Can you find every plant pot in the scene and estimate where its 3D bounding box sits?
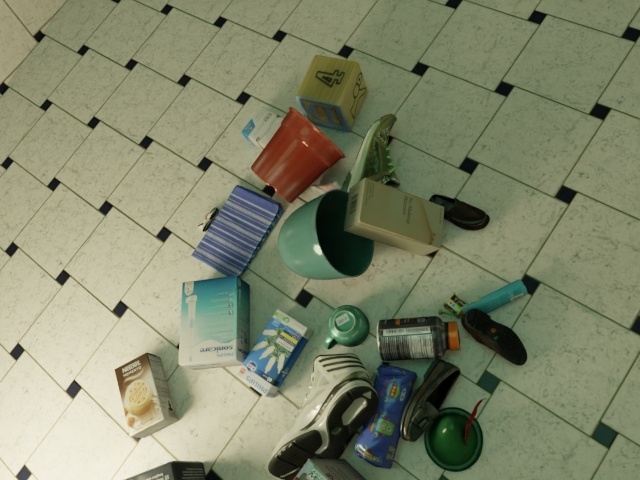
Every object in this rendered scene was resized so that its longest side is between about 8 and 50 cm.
[{"bbox_3d":[-0.098,-0.298,2.026,0.265,0.272,0.272,-48,63,3],"label":"plant pot"},{"bbox_3d":[0.000,0.000,1.857,0.235,0.293,0.293,-17,61,41],"label":"plant pot"}]

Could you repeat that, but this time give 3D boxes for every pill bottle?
[{"bbox_3d":[0.306,0.303,1.719,0.245,0.130,0.131,-6,67,14],"label":"pill bottle"}]

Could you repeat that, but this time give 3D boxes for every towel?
[{"bbox_3d":[-0.316,-0.037,2.098,0.243,0.040,0.336,26,78,25],"label":"towel"}]

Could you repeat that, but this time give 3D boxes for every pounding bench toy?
[{"bbox_3d":[0.423,0.220,1.759,0.083,0.052,0.065,-46,64,-4],"label":"pounding bench toy"}]

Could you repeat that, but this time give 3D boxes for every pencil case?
[{"bbox_3d":[0.193,0.521,1.670,0.133,0.119,0.306,20,74,-7],"label":"pencil case"}]

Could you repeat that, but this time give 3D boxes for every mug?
[{"bbox_3d":[0.085,0.289,1.810,0.129,0.097,0.158,13,73,21],"label":"mug"}]

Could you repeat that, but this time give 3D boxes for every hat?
[{"bbox_3d":[0.373,0.546,1.570,0.172,0.183,0.209,7,71,20],"label":"hat"}]

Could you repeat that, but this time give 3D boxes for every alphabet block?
[{"bbox_3d":[0.046,-0.560,2.114,0.193,0.192,0.197,18,74,21],"label":"alphabet block"}]

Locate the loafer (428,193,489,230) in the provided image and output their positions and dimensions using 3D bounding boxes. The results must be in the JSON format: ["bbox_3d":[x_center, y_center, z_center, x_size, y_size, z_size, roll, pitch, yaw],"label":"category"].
[{"bbox_3d":[0.458,-0.098,1.862,0.220,0.078,0.080,20,76,23],"label":"loafer"}]

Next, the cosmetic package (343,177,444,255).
[{"bbox_3d":[0.241,-0.072,1.804,0.309,0.113,0.160,16,69,-21],"label":"cosmetic package"}]

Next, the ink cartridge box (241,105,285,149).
[{"bbox_3d":[-0.194,-0.425,2.192,0.190,0.082,0.140,33,82,24],"label":"ink cartridge box"}]

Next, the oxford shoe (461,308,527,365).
[{"bbox_3d":[0.528,0.295,1.687,0.227,0.096,0.083,41,71,8],"label":"oxford shoe"}]

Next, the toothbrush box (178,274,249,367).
[{"bbox_3d":[-0.366,0.289,1.933,0.216,0.126,0.296,-9,66,13],"label":"toothbrush box"}]

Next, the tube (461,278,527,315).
[{"bbox_3d":[0.540,0.190,1.729,0.207,0.080,0.052,-27,33,1],"label":"tube"}]

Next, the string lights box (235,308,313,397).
[{"bbox_3d":[-0.151,0.379,1.858,0.133,0.077,0.260,28,79,23],"label":"string lights box"}]

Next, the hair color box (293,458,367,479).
[{"bbox_3d":[0.055,0.699,1.500,0.185,0.374,0.114,36,83,26],"label":"hair color box"}]

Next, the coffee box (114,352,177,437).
[{"bbox_3d":[-0.608,0.537,1.923,0.141,0.098,0.247,-28,64,4],"label":"coffee box"}]

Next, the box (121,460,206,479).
[{"bbox_3d":[-0.489,0.913,1.673,0.293,0.212,0.396,-22,63,7],"label":"box"}]

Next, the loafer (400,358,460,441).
[{"bbox_3d":[0.326,0.475,1.639,0.084,0.096,0.268,5,57,51],"label":"loafer"}]

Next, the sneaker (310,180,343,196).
[{"bbox_3d":[0.031,-0.191,2.044,0.134,0.051,0.070,25,71,36],"label":"sneaker"}]

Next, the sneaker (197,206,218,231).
[{"bbox_3d":[-0.440,-0.087,2.155,0.043,0.040,0.109,32,80,27],"label":"sneaker"}]

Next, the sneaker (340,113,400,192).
[{"bbox_3d":[0.212,-0.255,1.986,0.182,0.158,0.411,23,81,8],"label":"sneaker"}]

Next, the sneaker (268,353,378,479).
[{"bbox_3d":[-0.002,0.534,1.734,0.447,0.169,0.257,-48,23,17],"label":"sneaker"}]
